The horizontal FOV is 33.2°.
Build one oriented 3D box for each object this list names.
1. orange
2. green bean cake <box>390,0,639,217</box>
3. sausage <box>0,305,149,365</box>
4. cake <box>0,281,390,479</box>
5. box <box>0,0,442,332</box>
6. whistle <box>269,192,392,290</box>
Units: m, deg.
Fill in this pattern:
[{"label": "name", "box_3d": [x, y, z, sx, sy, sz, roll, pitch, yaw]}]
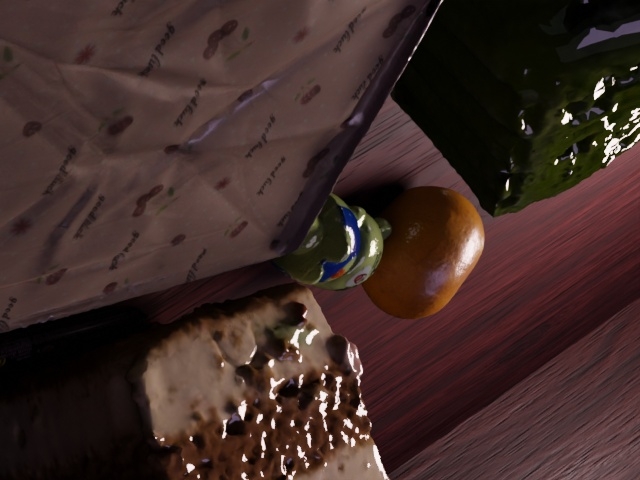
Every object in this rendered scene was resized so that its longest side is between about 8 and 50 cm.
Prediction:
[{"label": "orange", "box_3d": [0.109, 0.010, 1.189, 0.156, 0.124, 0.156, -56, 170, -15]}, {"label": "green bean cake", "box_3d": [0.224, -0.184, 0.843, 0.319, 0.218, 0.335, -36, 157, -4]}, {"label": "sausage", "box_3d": [-0.230, 0.085, 0.939, 0.198, 0.025, 0.028, -12, 145, -47]}, {"label": "cake", "box_3d": [-0.115, 0.214, 0.978, 0.282, 0.290, 0.256, -21, 176, 42]}, {"label": "box", "box_3d": [-0.125, -0.096, 0.502, 0.297, 0.190, 0.225, -17, 150, -43]}, {"label": "whistle", "box_3d": [0.000, 0.000, 1.047, 0.105, 0.085, 0.227, -39, 159, 12]}]
